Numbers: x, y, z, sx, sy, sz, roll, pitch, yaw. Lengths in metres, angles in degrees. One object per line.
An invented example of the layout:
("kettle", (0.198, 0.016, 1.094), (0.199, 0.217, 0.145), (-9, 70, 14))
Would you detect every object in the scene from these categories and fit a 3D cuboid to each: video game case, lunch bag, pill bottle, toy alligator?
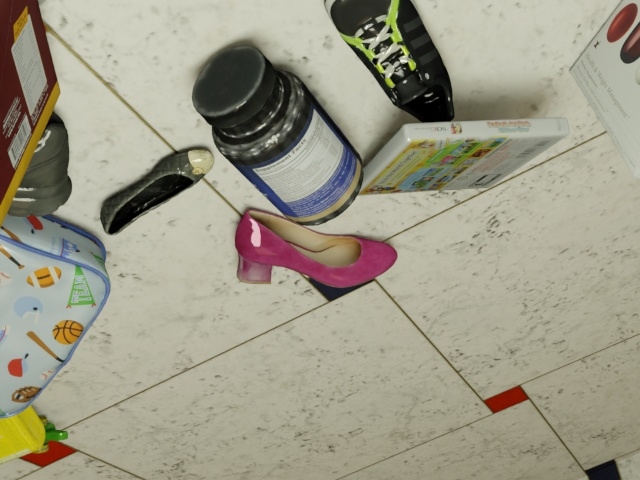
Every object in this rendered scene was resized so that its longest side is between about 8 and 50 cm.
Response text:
("video game case", (0.166, -0.103, 1.064), (0.206, 0.026, 0.227), (-4, 169, -15))
("lunch bag", (-0.421, 0.079, 1.055), (0.243, 0.115, 0.303), (25, 113, -33))
("pill bottle", (-0.047, -0.119, 0.967), (0.122, 0.123, 0.219), (-28, 140, 15))
("toy alligator", (-0.519, 0.329, 1.424), (0.189, 0.056, 0.051), (-3, -177, -1))

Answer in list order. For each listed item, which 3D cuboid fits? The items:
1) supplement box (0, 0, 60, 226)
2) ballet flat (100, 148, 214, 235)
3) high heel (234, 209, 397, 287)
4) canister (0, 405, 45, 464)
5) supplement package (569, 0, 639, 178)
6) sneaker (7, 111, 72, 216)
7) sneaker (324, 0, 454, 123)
("supplement box", (-0.337, -0.143, 0.740), (0.129, 0.191, 0.194), (9, 144, 1))
("ballet flat", (-0.200, -0.059, 1.046), (0.173, 0.049, 0.057), (-30, 141, 18))
("high heel", (0.000, 0.000, 1.182), (0.244, 0.082, 0.117), (0, 133, -12))
("canister", (-0.545, 0.310, 1.345), (0.169, 0.073, 0.126), (-21, 114, 4))
("supplement package", (0.437, -0.201, 0.977), (0.149, 0.194, 0.203), (5, 137, -26))
("sneaker", (-0.408, -0.099, 0.895), (0.286, 0.109, 0.130), (-5, 136, -29))
("sneaker", (0.093, -0.203, 0.931), (0.084, 0.097, 0.234), (-33, 140, 20))
